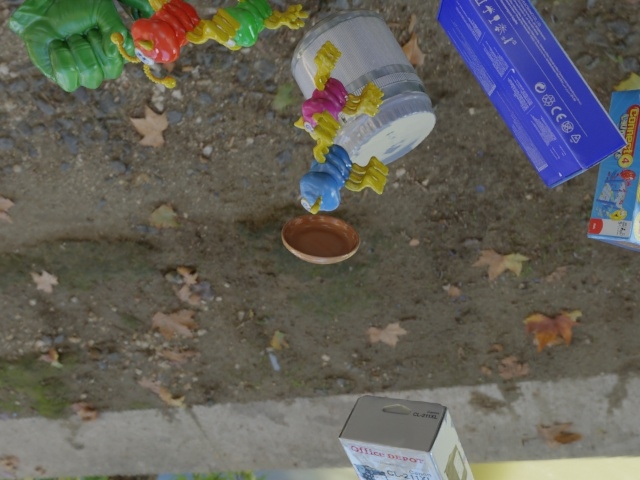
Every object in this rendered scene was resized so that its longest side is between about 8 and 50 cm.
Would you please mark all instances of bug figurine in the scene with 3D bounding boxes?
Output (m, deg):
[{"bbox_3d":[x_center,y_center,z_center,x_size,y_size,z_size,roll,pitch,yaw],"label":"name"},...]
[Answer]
[{"bbox_3d":[-0.047,-0.152,0.566,0.279,0.216,0.072,42,130,-14],"label":"bug figurine"}]

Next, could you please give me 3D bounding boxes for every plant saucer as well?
[{"bbox_3d":[0.000,0.000,1.486,0.200,0.200,0.037,10,124,3],"label":"plant saucer"}]

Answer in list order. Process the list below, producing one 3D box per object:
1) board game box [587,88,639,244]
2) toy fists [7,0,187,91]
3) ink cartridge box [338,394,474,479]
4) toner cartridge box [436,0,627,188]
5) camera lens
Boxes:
[{"bbox_3d":[0.706,-0.128,1.237,0.308,0.301,0.086,10,180,-36],"label":"board game box"},{"bbox_3d":[-0.295,-0.336,0.836,0.142,0.279,0.096,45,165,-20],"label":"toy fists"},{"bbox_3d":[0.116,0.291,0.749,0.128,0.072,0.175,-4,122,35],"label":"ink cartridge box"},{"bbox_3d":[0.309,-0.254,0.896,0.075,0.165,0.347,-32,85,3],"label":"toner cartridge box"},{"bbox_3d":[0.083,-0.309,1.192,0.219,0.219,0.274,-37,71,31],"label":"camera lens"}]
